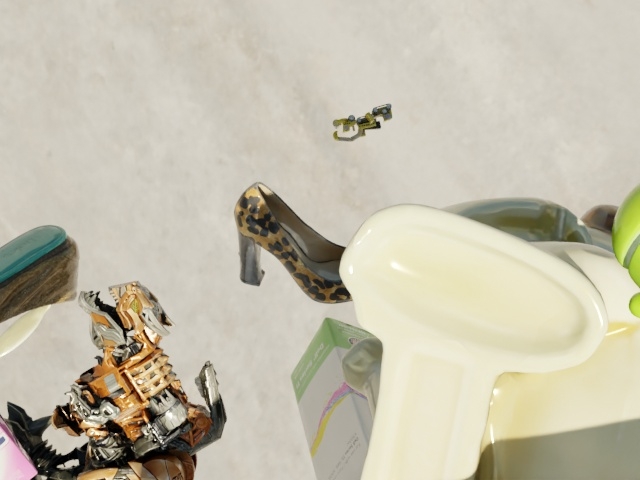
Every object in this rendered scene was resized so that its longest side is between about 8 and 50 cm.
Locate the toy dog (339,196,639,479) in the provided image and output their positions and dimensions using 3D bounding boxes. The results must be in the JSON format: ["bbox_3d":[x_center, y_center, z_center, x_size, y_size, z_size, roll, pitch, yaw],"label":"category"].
[{"bbox_3d":[0.201,0.087,0.742,0.395,0.408,0.285,2,101,15],"label":"toy dog"}]

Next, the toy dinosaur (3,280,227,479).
[{"bbox_3d":[-0.189,0.206,0.835,0.218,0.164,0.322,-9,77,-2],"label":"toy dinosaur"}]

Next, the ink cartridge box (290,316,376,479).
[{"bbox_3d":[0.099,0.272,1.177,0.207,0.119,0.353,21,24,-23],"label":"ink cartridge box"}]

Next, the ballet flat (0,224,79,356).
[{"bbox_3d":[-0.424,0.100,1.065,0.116,0.124,0.342,17,36,40],"label":"ballet flat"}]

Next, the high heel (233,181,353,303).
[{"bbox_3d":[0.000,0.000,1.372,0.261,0.186,0.093,5,41,3],"label":"high heel"}]

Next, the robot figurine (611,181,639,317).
[{"bbox_3d":[0.190,0.011,0.447,0.067,0.101,0.115,-13,51,-28],"label":"robot figurine"}]

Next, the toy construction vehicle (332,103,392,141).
[{"bbox_3d":[0.068,-0.187,1.490,0.098,0.086,0.035,-16,88,-3],"label":"toy construction vehicle"}]

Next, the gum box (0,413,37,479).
[{"bbox_3d":[-0.310,0.179,0.669,0.188,0.062,0.107,-39,106,-19],"label":"gum box"}]
